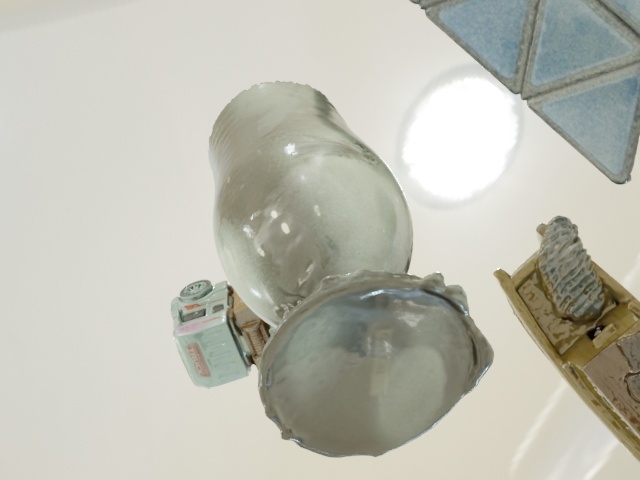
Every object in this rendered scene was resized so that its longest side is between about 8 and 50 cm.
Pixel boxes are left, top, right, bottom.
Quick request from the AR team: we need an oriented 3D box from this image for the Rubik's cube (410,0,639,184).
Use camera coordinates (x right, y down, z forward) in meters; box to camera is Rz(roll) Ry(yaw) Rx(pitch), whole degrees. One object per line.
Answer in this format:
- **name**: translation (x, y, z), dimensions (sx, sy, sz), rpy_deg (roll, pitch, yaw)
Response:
- **Rubik's cube**: translation (0.193, -0.221, 1.021), dimensions (0.228, 0.229, 0.233), rpy_deg (-46, -51, -11)

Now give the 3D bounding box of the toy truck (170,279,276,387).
- **toy truck**: translation (-0.041, 0.071, 1.106), dimensions (0.178, 0.115, 0.080), rpy_deg (-18, -67, 8)

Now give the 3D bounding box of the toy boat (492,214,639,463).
- **toy boat**: translation (0.260, 0.121, 0.998), dimensions (0.089, 0.321, 0.121), rpy_deg (-40, -9, -1)

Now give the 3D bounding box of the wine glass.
- **wine glass**: translation (0.000, 0.000, 0.632), dimensions (0.103, 0.222, 0.103), rpy_deg (-7, -58, -11)
